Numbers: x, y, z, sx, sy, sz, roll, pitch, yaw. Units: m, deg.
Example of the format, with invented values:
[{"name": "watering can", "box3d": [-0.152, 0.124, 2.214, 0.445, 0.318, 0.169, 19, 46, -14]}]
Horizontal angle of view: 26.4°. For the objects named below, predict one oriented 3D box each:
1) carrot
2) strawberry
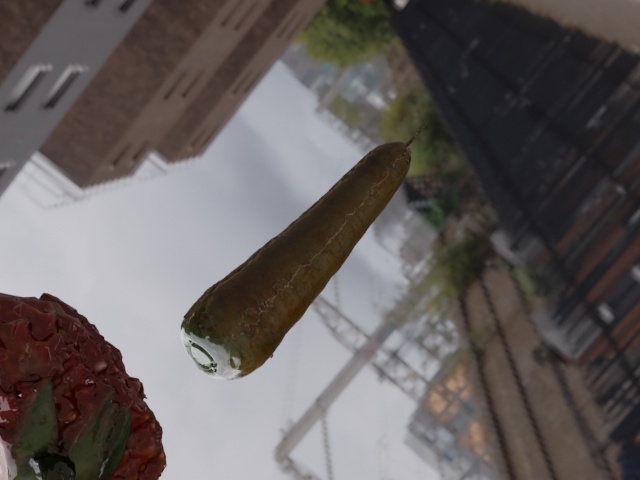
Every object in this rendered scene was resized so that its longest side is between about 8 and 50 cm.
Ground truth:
[{"name": "carrot", "box3d": [0.000, 0.000, 1.131, 0.078, 0.298, 0.078, 34, 153, 20]}, {"name": "strawberry", "box3d": [-0.170, 0.089, 0.738, 0.106, 0.188, 0.286, -22, -142, -36]}]
